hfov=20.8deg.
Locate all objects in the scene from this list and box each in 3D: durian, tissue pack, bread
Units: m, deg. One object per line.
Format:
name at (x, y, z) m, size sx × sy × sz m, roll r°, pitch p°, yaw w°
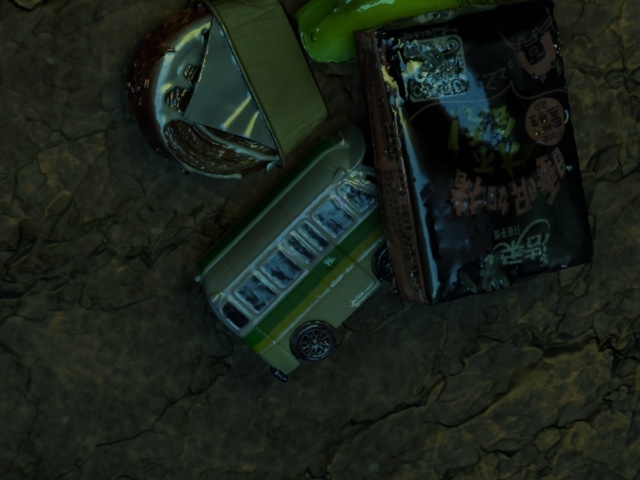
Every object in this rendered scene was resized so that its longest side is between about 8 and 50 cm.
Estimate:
durian at (0.091, -0.277, 2.056) m, size 0.250 × 0.101 × 0.139 m, roll -15°, pitch 134°, yaw -10°
tissue pack at (0.173, -0.104, 2.012) m, size 0.245 × 0.123 × 0.332 m, roll -14°, pitch 100°, yaw -20°
bread at (-0.116, -0.177, 2.044) m, size 0.212 × 0.142 × 0.224 m, roll -29°, pitch 112°, yaw -11°

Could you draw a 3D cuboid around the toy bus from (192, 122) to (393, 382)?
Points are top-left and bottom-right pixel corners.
toy bus at (0.000, 0.000, 2.137) m, size 0.305 × 0.143 × 0.179 m, roll -44°, pitch 114°, yaw 11°
